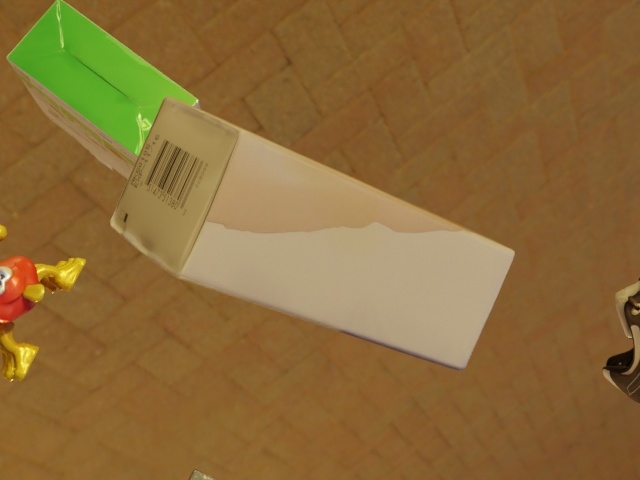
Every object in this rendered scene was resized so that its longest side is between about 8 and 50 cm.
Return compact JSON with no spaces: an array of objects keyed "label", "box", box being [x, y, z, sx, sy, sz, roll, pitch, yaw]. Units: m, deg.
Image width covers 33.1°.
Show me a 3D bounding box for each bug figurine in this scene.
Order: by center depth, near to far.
[{"label":"bug figurine","box":[-0.261,0.121,0.686,0.216,0.072,0.279,-17,-134,56]}]

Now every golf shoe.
[{"label":"golf shoe","box":[0.253,0.037,0.744,0.077,0.094,0.198,-28,135,-58]}]

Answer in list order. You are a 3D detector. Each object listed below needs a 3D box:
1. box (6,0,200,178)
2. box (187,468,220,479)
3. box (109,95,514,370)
[{"label":"box","box":[-0.310,-0.197,1.618,0.127,0.262,0.231,-52,172,-11]},{"label":"box","box":[-0.120,0.266,0.716,0.233,0.044,0.159,-62,180,-14]},{"label":"box","box":[0.000,0.000,0.915,0.311,0.148,0.121,21,95,-38]}]
